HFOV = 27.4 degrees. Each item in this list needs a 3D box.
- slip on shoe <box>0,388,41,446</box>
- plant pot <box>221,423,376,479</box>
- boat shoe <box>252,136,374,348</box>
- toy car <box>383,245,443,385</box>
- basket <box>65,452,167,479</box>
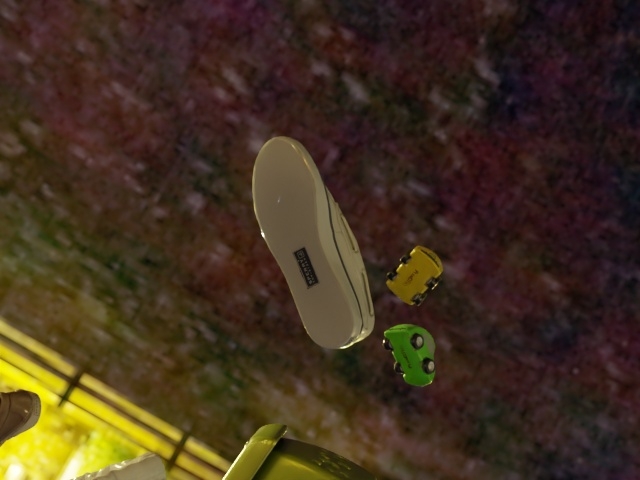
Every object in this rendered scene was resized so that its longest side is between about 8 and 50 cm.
[{"bbox_3d":[-0.319,0.179,1.247,0.135,0.051,0.041,-30,148,35],"label":"slip on shoe"},{"bbox_3d":[-0.060,0.419,2.064,0.207,0.228,0.227,34,-179,4],"label":"plant pot"},{"bbox_3d":[0.000,0.000,1.609,0.096,0.267,0.088,-28,169,29],"label":"boat shoe"},{"bbox_3d":[0.111,0.104,1.885,0.239,0.053,0.225,-6,116,41],"label":"toy car"},{"bbox_3d":[-0.402,0.503,1.934,0.331,0.328,0.266,-24,85,44],"label":"basket"}]
